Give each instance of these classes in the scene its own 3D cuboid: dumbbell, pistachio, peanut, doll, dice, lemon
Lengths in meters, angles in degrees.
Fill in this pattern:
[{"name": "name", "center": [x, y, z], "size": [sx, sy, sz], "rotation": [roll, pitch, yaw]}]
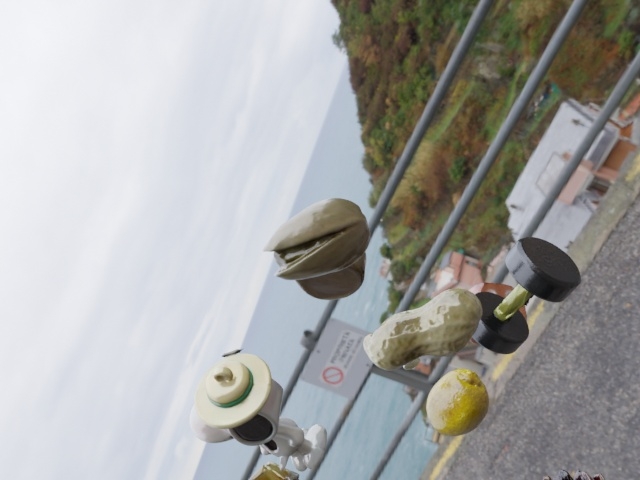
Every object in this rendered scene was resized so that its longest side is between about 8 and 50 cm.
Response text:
[{"name": "dumbbell", "center": [0.580, 0.165, 1.639], "size": [0.203, 0.204, 0.322], "rotation": [-76, 11, -53]}, {"name": "pistachio", "center": [0.000, 0.000, 0.971], "size": [0.226, 0.136, 0.135], "rotation": [-25, -29, -39]}, {"name": "peanut", "center": [0.208, 0.188, 1.122], "size": [0.257, 0.123, 0.123], "rotation": [-30, 18, 17]}, {"name": "doll", "center": [-0.092, 0.303, 0.972], "size": [0.208, 0.272, 0.143], "rotation": [-49, 24, 42]}, {"name": "dice", "center": [0.600, 0.259, 1.957], "size": [0.174, 0.175, 0.179], "rotation": [107, 163, -57]}, {"name": "lemon", "center": [0.401, 0.475, 1.631], "size": [0.207, 0.170, 0.170], "rotation": [-59, 9, 29]}]

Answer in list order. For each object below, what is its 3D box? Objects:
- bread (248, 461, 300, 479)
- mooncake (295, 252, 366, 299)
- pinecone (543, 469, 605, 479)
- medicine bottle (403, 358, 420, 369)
[{"name": "bread", "center": [-0.104, 0.538, 1.078], "size": [0.136, 0.107, 0.241], "rotation": [-39, -30, -38]}, {"name": "mooncake", "center": [0.026, 0.067, 1.606], "size": [0.234, 0.235, 0.117], "rotation": [115, 171, -48]}, {"name": "pinecone", "center": [0.632, 0.685, 1.363], "size": [0.264, 0.264, 0.264], "rotation": [-160, 90, -86]}, {"name": "medicine bottle", "center": [0.256, 0.339, 1.680], "size": [0.089, 0.057, 0.057], "rotation": [60, 140, 40]}]
